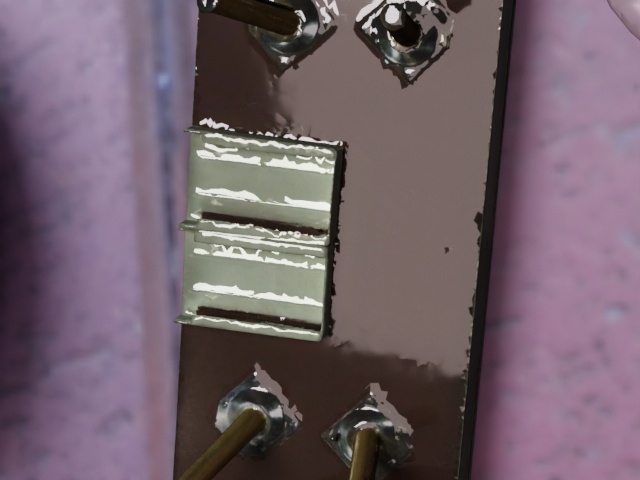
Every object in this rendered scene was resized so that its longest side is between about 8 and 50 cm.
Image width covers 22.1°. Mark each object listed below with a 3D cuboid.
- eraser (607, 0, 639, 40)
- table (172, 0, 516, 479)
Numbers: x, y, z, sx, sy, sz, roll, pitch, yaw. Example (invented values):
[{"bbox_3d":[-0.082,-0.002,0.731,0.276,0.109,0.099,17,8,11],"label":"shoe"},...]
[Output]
[{"bbox_3d":[0.262,-0.154,0.413,0.272,0.122,0.359,34,114,7],"label":"eraser"},{"bbox_3d":[0.000,0.000,0.629,0.121,0.111,0.240,7,103,14],"label":"table"}]
